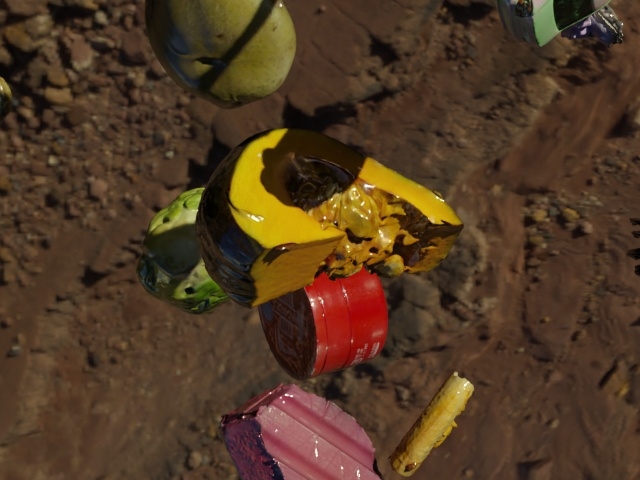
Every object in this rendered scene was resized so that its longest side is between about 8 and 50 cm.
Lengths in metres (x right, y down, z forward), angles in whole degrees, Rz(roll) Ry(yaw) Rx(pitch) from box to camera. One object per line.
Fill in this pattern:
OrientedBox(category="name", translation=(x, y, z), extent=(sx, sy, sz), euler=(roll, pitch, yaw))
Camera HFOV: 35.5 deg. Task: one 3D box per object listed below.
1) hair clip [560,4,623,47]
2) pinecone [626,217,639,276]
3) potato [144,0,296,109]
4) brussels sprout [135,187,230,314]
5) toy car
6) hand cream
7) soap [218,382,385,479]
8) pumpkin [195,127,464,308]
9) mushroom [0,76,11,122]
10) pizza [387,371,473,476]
OrientedBox(category="hair clip", translation=(0.311, -0.362, 1.363), extent=(0.084, 0.106, 0.292), euler=(-27, 64, -10))
OrientedBox(category="pinecone", translation=(0.609, -0.034, 1.541), extent=(0.246, 0.246, 0.292), euler=(19, 108, 31))
OrientedBox(category="potato", translation=(-0.165, -0.353, 1.468), extent=(0.218, 0.202, 0.351), euler=(44, 157, 44))
OrientedBox(category="brussels sprout", translation=(-0.181, 0.020, 1.525), extent=(0.223, 0.223, 0.161), euler=(-49, 60, 23))
OrientedBox(category="toy car", translation=(0.231, -0.255, 0.810), extent=(0.076, 0.090, 0.224), euler=(41, 91, 24))
OrientedBox(category="hand cream", translation=(0.002, 0.117, 1.703), extent=(0.230, 0.149, 0.230), euler=(29, 124, 57))
OrientedBox(category="soap", translation=(-0.029, 0.343, 1.570), extent=(0.112, 0.289, 0.182), euler=(-28, 34, 41))
OrientedBox(category="pumpkin", translation=(0.000, 0.000, 1.102), extent=(0.280, 0.190, 0.139), euler=(28, 144, -1))
OrientedBox(category="mushroom", translation=(-0.518, -0.143, 1.290), extent=(0.081, 0.312, 0.100), euler=(44, 124, 0))
OrientedBox(category="pizza", translation=(0.180, 0.304, 1.611), extent=(0.062, 0.161, 0.182), euler=(35, 80, 10))
